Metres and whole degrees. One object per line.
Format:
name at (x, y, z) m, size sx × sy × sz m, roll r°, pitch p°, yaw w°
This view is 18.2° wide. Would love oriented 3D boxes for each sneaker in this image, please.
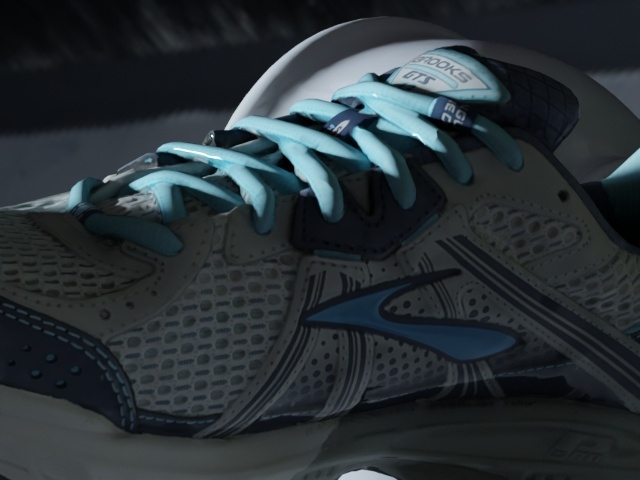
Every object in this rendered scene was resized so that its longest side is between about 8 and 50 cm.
sneaker at (0.000, 0.000, 0.512) m, size 0.110 × 0.283 × 0.122 m, roll 41°, pitch 116°, yaw 50°

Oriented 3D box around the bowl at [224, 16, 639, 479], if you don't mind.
bowl at (0.090, 0.040, 0.866) m, size 0.134 × 0.298 × 0.298 m, roll -7°, pitch 50°, yaw 43°
